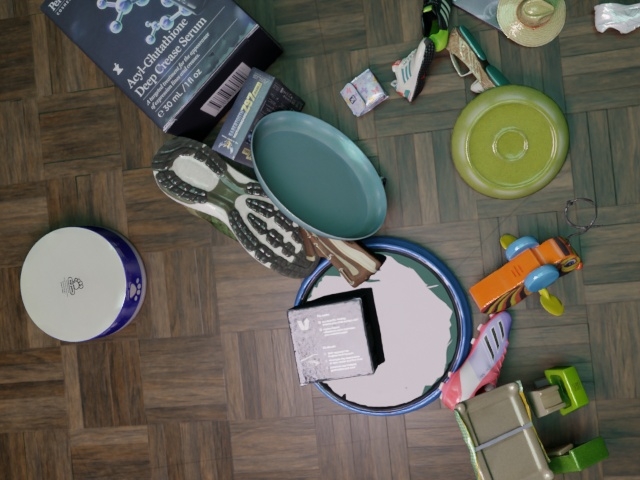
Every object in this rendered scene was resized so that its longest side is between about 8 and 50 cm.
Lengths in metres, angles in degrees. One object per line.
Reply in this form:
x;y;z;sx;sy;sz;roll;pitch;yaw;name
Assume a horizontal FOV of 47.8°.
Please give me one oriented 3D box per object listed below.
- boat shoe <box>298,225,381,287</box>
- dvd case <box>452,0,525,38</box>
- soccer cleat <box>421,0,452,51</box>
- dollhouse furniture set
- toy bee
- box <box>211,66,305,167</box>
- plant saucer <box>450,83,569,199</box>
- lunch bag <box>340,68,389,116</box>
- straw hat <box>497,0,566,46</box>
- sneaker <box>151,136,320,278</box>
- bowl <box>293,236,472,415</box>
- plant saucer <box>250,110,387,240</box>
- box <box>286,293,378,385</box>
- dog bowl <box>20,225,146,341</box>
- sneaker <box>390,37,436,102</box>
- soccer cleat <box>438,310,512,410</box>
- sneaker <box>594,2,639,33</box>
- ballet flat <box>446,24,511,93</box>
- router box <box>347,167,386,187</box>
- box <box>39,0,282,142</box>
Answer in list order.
0.000;0.002;1.464;0.257;0.095;0.095;39;100;-4;boat shoe
0.400;-0.560;1.519;0.165;0.018;0.221;33;96;9;dvd case
0.238;-0.479;1.502;0.060;0.072;0.178;-9;68;29;soccer cleat
0.371;0.378;1.398;0.302;0.151;0.197;-13;76;-27;dollhouse furniture set
0.457;0.058;1.452;0.298;0.162;0.195;-22;64;37;toy bee
-0.124;-0.243;1.509;0.059;0.233;0.183;28;96;14;box
0.390;-0.197;1.481;0.241;0.037;0.240;2;108;7;plant saucer
0.093;-0.317;1.562;0.083;0.053;0.071;-33;83;18;lunch bag
0.439;-0.468;1.476;0.145;0.061;0.144;0;97;0;straw hat
-0.174;-0.061;1.563;0.410;0.182;0.158;38;76;1;sneaker
0.126;0.187;1.547;0.392;0.077;0.390;0;91;10;bowl
-0.007;-0.124;1.438;0.317;0.318;0.044;51;131;6;plant saucer
0.027;0.201;1.479;0.156;0.093;0.158;-10;90;11;box
-0.542;0.098;1.656;0.265;0.104;0.264;0;91;11;dog bowl
0.184;-0.362;1.502;0.075;0.161;0.057;34;60;15;sneaker
0.335;0.249;1.462;0.095;0.083;0.248;27;60;29;soccer cleat
0.634;-0.451;1.464;0.152;0.054;0.061;2;100;17;sneaker
0.332;-0.355;1.519;0.067;0.073;0.206;-40;80;36;ballet flat
0.041;-0.095;1.575;0.179;0.046;0.133;16;92;10;router box
-0.335;-0.456;1.560;0.395;0.212;0.293;44;98;8;box
